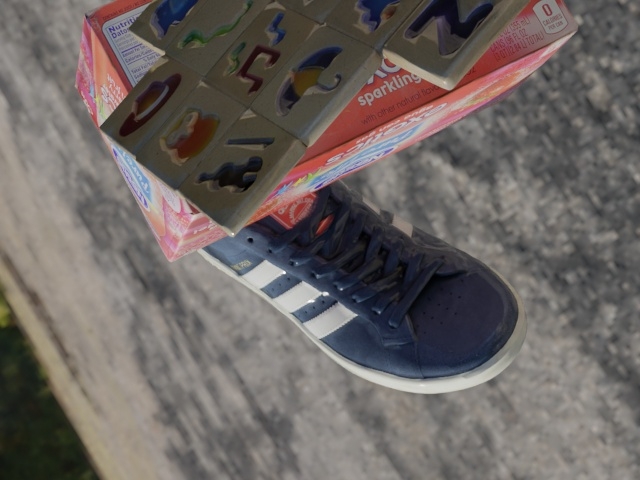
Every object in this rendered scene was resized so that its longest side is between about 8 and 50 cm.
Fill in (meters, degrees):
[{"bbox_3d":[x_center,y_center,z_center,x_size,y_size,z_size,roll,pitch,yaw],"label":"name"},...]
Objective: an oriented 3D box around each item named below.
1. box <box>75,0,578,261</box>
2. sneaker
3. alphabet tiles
[{"bbox_3d":[-0.001,-0.126,1.021,0.154,0.300,0.142,61,163,6],"label":"box"},{"bbox_3d":[0.000,0.000,1.174,0.350,0.131,0.148,24,158,32],"label":"sneaker"},{"bbox_3d":[0.019,-0.111,0.545,0.009,0.237,0.198,43,176,-36],"label":"alphabet tiles"}]
